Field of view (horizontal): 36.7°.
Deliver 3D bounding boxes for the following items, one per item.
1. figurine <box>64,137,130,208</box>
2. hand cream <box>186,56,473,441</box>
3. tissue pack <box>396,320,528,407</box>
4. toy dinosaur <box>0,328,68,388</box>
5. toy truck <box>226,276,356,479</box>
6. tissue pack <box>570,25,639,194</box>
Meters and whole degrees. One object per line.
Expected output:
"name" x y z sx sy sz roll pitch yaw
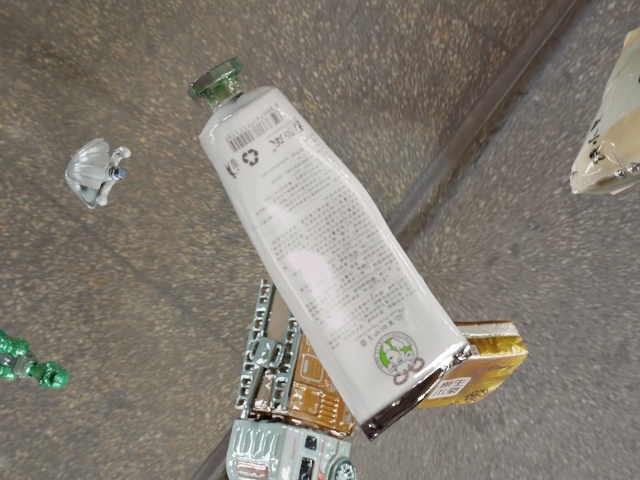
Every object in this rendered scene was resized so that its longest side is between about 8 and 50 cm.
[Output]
"figurine" -0.308 -0.092 1.344 0.086 0.082 0.095 -24 58 22
"hand cream" 0.000 0.000 0.821 0.121 0.076 0.336 -34 96 -7
"tissue pack" 0.200 0.206 1.607 0.226 0.183 0.092 -2 53 -27
"toy dinosaur" -0.354 0.147 1.155 0.096 0.132 0.059 26 84 -28
"toy truck" -0.030 0.201 1.297 0.136 0.162 0.306 -3 69 40
"tissue pack" 0.573 -0.235 1.434 0.195 0.390 0.376 46 51 -11
